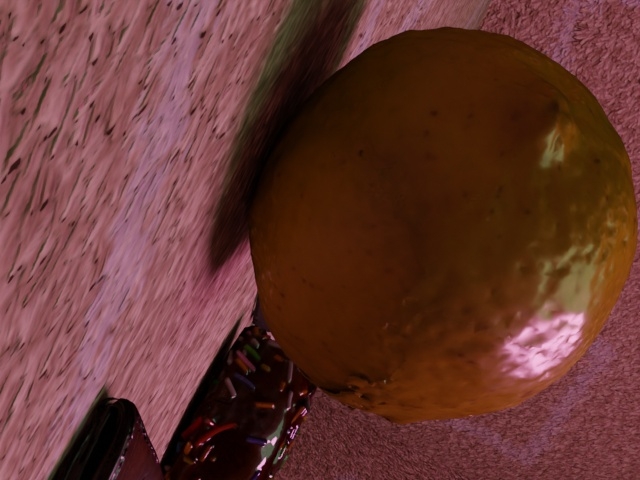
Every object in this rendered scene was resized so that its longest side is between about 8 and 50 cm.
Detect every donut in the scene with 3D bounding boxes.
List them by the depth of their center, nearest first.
[{"bbox_3d":[-0.075,0.190,1.062,0.216,0.096,0.230,-61,176,-21],"label":"donut"}]

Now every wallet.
[{"bbox_3d":[-0.142,0.184,0.689,0.137,0.031,0.255,-62,175,-19],"label":"wallet"}]

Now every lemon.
[{"bbox_3d":[0.076,-0.003,0.746,0.253,0.253,0.310,-60,177,-37],"label":"lemon"}]

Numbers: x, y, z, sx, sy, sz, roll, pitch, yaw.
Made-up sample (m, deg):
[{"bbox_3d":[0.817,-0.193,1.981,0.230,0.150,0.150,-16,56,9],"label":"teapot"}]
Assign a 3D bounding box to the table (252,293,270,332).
[{"bbox_3d":[0.000,0.000,1.055,0.146,0.062,0.175,-61,172,-30],"label":"table"}]
